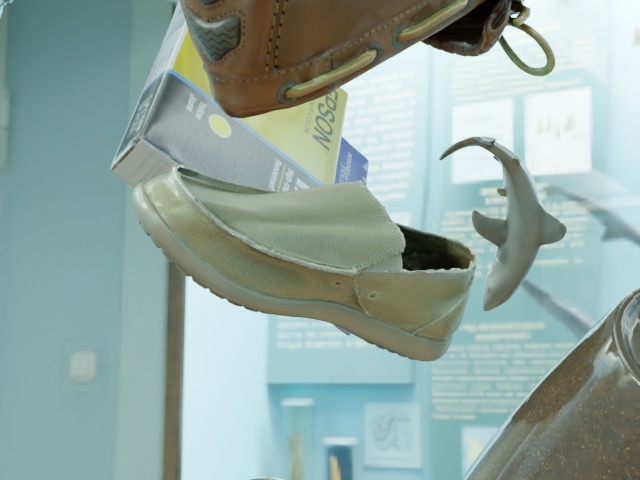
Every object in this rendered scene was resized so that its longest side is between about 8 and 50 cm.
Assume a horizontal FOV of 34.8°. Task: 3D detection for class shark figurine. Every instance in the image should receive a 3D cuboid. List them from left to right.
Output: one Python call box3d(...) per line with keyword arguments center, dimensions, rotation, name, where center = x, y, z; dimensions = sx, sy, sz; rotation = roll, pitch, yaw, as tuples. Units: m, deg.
box3d(center=(0.276, -0.045, 1.374), dimensions=(0.166, 0.278, 0.116), rotation=(-30, 32, -24), name="shark figurine")

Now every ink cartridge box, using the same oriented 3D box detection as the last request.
box3d(center=(-0.049, -0.097, 1.089), dimensions=(0.307, 0.303, 0.072), rotation=(34, -52, -22), name="ink cartridge box")

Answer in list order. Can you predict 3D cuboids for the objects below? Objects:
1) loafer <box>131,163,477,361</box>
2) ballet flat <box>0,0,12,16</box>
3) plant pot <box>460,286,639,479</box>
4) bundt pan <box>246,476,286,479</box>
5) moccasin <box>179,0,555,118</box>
box3d(center=(0.000, 0.000, 0.684), dimensions=(0.268, 0.092, 0.102), rotation=(21, 19, -36), name="loafer")
box3d(center=(-0.331, -0.245, 1.005), dimensions=(0.052, 0.168, 0.057), rotation=(25, -18, -9), name="ballet flat")
box3d(center=(0.159, 0.140, 0.483), dimensions=(0.215, 0.215, 0.230), rotation=(2, -53, -11), name="plant pot")
box3d(center=(-0.018, 0.350, 0.900), dimensions=(0.124, 0.331, 0.331), rotation=(-37, -24, 20), name="bundt pan")
box3d(center=(0.079, -0.173, 0.642), dimensions=(0.139, 0.147, 0.380), rotation=(18, 36, 36), name="moccasin")
